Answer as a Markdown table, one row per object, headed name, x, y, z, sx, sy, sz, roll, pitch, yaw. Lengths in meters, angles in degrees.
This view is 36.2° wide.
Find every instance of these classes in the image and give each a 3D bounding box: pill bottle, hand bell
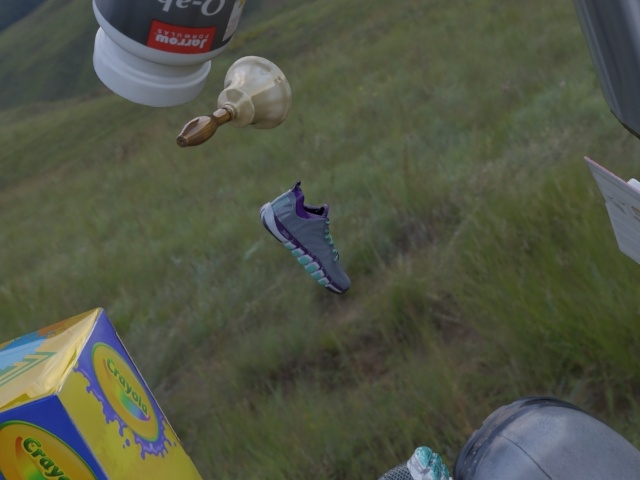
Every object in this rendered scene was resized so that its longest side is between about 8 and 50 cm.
| name | x | y | z | sx | sy | sz | roll | pitch | yaw |
| --- | --- | --- | --- | --- | --- | --- | --- | --- | --- |
| pill bottle | -0.200 | -0.376 | 1.362 | 0.210 | 0.210 | 0.363 | -50 | -10 | -46 |
| hand bell | -0.151 | -0.192 | 1.523 | 0.126 | 0.126 | 0.242 | -19 | 16 | 32 |

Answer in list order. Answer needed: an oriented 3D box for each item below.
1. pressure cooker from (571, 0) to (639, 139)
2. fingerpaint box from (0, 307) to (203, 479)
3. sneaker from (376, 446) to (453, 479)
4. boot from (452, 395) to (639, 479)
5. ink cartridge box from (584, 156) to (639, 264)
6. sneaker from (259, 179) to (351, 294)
| name | x | y | z | sx | sy | sz | roll | pitch | yaw |
| --- | --- | --- | --- | --- | --- | --- | --- | --- | --- |
| pressure cooker | 0.402 | -0.324 | 0.947 | 0.375 | 0.420 | 0.370 | 16 | 59 | 43 |
| fingerpaint box | -0.295 | 0.341 | 1.005 | 0.371 | 0.445 | 0.163 | -20 | 22 | 12 |
| sneaker | 0.105 | 0.272 | 0.907 | 0.076 | 0.166 | 0.065 | -27 | 8 | 14 |
| boot | 0.232 | 0.220 | 0.506 | 0.118 | 0.338 | 0.222 | -49 | 17 | -12 |
| ink cartridge box | 0.521 | 0.006 | 1.369 | 0.066 | 0.261 | 0.296 | -42 | 48 | -4 |
| sneaker | 0.000 | 0.000 | 1.660 | 0.098 | 0.224 | 0.083 | -39 | 30 | 10 |
